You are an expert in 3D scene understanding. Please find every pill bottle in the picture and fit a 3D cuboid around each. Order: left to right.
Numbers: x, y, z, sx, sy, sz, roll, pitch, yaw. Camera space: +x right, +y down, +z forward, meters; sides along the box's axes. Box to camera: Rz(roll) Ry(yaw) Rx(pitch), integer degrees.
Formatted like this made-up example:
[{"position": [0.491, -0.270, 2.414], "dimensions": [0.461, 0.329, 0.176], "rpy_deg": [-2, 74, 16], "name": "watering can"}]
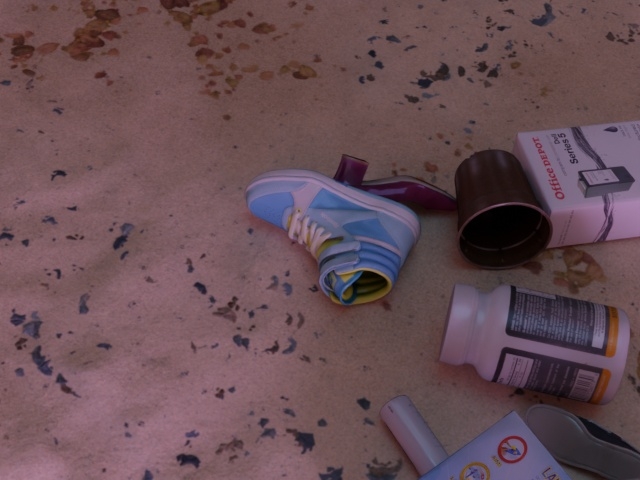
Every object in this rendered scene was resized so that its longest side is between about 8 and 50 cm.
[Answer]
[{"position": [0.339, 0.159, 1.788], "dimensions": [0.279, 0.162, 0.162], "rpy_deg": [12, 50, 5], "name": "pill bottle"}]

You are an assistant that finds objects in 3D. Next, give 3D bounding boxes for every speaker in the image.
[{"position": [0.148, 0.306, 1.720], "dimensions": [0.055, 0.055, 0.136], "rpy_deg": [-22, 56, -21], "name": "speaker"}]

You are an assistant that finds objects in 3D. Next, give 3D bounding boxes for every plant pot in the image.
[{"position": [0.309, -0.062, 1.977], "dimensions": [0.167, 0.167, 0.165], "rpy_deg": [-1, 45, -6], "name": "plant pot"}]

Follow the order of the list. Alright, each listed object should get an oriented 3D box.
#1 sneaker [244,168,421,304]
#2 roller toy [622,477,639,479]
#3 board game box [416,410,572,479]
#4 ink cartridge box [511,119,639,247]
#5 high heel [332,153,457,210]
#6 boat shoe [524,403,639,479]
[{"position": [0.000, 0.000, 1.916], "dimensions": [0.319, 0.127, 0.208], "rpy_deg": [14, 49, 8], "name": "sneaker"}, {"position": [0.465, 0.424, 1.560], "dimensions": [0.209, 0.191, 0.146], "rpy_deg": [27, 49, -15], "name": "roller toy"}, {"position": [0.230, 0.432, 1.489], "dimensions": [0.302, 0.086, 0.308], "rpy_deg": [-35, 45, -1], "name": "board game box"}, {"position": [0.504, -0.106, 2.053], "dimensions": [0.273, 0.114, 0.198], "rpy_deg": [-7, 51, -11], "name": "ink cartridge box"}, {"position": [0.130, -0.066, 2.038], "dimensions": [0.244, 0.117, 0.082], "rpy_deg": [18, 8, -15], "name": "high heel"}, {"position": [0.416, 0.318, 1.746], "dimensions": [0.206, 0.075, 0.065], "rpy_deg": [26, 10, 23], "name": "boat shoe"}]
